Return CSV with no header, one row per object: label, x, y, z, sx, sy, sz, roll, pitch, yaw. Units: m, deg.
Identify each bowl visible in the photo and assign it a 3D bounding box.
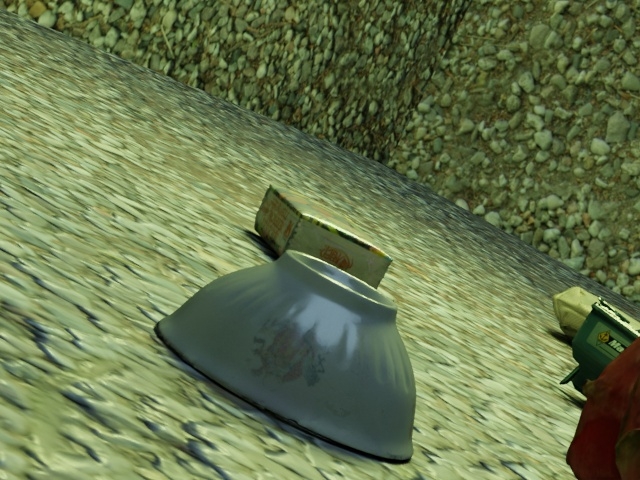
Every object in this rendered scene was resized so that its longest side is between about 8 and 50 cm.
bowl,-0.004,0.061,1.223,0.189,0.086,0.189,28,5,-3

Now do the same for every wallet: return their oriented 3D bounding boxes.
wallet,0.436,0.159,2.492,0.275,0.068,0.335,35,3,30

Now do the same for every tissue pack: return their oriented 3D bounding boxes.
tissue pack,0.000,0.000,1.889,0.108,0.060,0.148,24,6,-17

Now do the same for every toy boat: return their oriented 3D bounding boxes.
toy boat,0.381,0.165,1.878,0.296,0.122,0.114,35,-15,36

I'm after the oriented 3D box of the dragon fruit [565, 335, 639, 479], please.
dragon fruit,0.343,0.103,1.306,0.286,0.329,0.228,29,12,10
